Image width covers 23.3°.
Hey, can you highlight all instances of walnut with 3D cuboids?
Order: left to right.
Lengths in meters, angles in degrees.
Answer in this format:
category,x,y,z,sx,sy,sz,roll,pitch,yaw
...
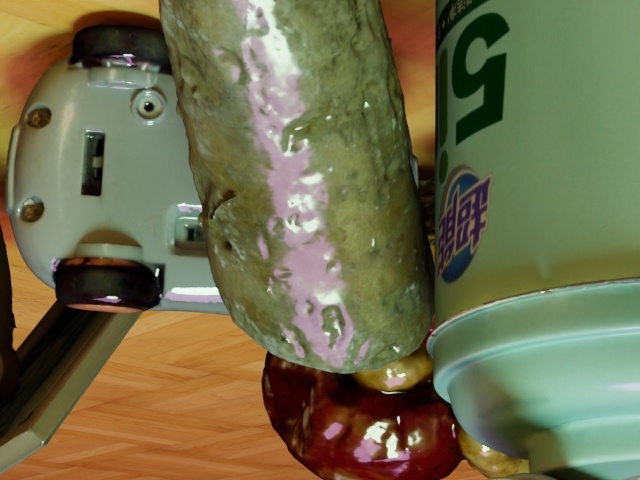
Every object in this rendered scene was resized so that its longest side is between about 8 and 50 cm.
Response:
category,x,y,z,sx,sy,sz,roll,pitch,yaw
walnut,0.080,0.107,1.263,0.244,0.221,0.269,29,-179,2

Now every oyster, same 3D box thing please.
category,x,y,z,sx,sy,sz,roll,pitch,yaw
oyster,0.062,-0.026,1.282,0.122,0.045,0.146,22,157,-30

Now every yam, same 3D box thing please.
category,x,y,z,sx,sy,sz,roll,pitch,yaw
yam,-0.019,-0.075,0.831,0.133,0.133,0.330,-3,132,12

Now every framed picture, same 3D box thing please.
category,x,y,z,sx,sy,sz,roll,pitch,yaw
framed picture,-0.201,0.085,1.210,0.024,0.315,0.232,45,132,-14

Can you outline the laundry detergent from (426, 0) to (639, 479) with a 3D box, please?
category,x,y,z,sx,sy,sz,roll,pitch,yaw
laundry detergent,0.202,-0.018,0.852,0.287,0.305,0.287,2,162,1

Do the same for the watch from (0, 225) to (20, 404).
category,x,y,z,sx,sy,sz,roll,pitch,yaw
watch,-0.399,0.059,1.256,0.335,0.314,0.327,-9,175,-3

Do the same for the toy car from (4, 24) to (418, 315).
category,x,y,z,sx,sy,sz,roll,pitch,yaw
toy car,-0.076,-0.031,1.066,0.271,0.180,0.212,4,173,-7

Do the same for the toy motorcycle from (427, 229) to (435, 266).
category,x,y,z,sx,sy,sz,roll,pitch,yaw
toy motorcycle,0.203,-0.028,1.071,0.263,0.157,0.091,-6,163,25

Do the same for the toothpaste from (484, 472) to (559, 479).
category,x,y,z,sx,sy,sz,roll,pitch,yaw
toothpaste,0.128,0.155,0.823,0.089,0.057,0.234,-3,169,22
